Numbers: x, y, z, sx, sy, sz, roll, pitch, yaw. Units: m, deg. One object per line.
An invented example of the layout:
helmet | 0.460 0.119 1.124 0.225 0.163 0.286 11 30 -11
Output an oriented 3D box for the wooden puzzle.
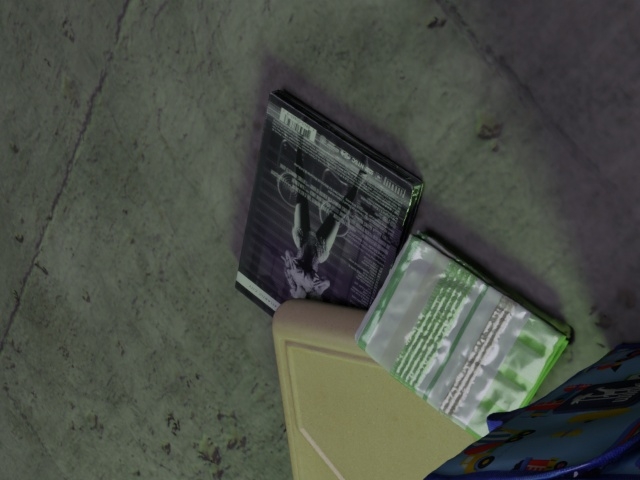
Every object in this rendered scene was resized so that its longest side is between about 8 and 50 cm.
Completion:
wooden puzzle | 0.063 0.175 0.945 0.221 0.044 0.238 9 111 34

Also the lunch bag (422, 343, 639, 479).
lunch bag | 0.221 0.131 0.627 0.293 0.221 0.138 -2 108 47

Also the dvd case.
dvd case | 0.000 0.000 0.952 0.164 0.018 0.221 36 132 27

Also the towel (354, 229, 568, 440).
towel | 0.107 0.077 0.848 0.152 0.023 0.113 37 110 27
